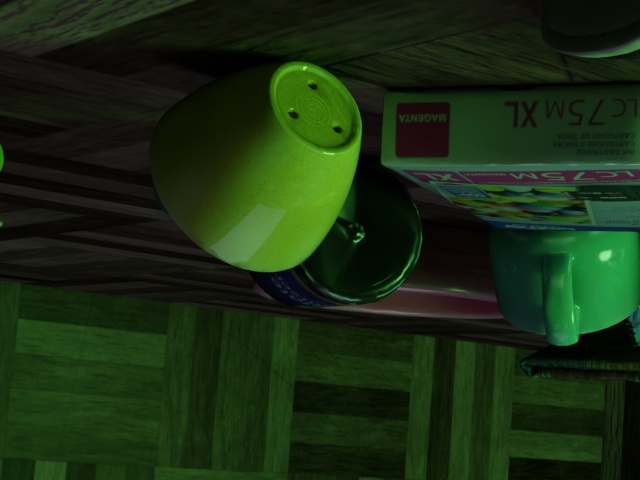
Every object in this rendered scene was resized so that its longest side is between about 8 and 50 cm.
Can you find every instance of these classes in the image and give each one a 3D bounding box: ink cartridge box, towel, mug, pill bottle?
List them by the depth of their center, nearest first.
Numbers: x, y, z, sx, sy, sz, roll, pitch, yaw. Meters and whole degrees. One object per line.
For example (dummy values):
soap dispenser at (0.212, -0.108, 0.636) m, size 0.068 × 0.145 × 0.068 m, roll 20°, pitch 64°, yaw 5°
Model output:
ink cartridge box at (0.186, -0.050, 1.065) m, size 0.186 × 0.065 × 0.311 m, roll 1°, pitch 174°, yaw 24°
mug at (0.214, 0.012, 1.228) m, size 0.129 × 0.097 × 0.158 m, roll -19°, pitch -153°, yaw -14°
pill bottle at (0.000, 0.000, 1.299) m, size 0.123 × 0.122 × 0.219 m, roll 6°, pitch 174°, yaw -16°
towel at (0.467, 0.125, 1.863) m, size 0.271 × 0.040 × 0.370 m, roll -2°, pitch -170°, yaw 41°

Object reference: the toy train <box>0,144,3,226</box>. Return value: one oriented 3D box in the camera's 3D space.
toy train at (-0.317, -0.057, 1.202) m, size 0.143 × 0.105 × 0.248 m, roll -17°, pitch 161°, yaw 34°

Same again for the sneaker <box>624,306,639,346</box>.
sneaker at (0.422, 0.071, 1.692) m, size 0.125 × 0.104 × 0.262 m, roll 0°, pitch 172°, yaw 16°

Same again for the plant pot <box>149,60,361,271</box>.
plant pot at (-0.028, -0.061, 0.918) m, size 0.134 × 0.134 × 0.095 m, roll 9°, pitch 146°, yaw -33°

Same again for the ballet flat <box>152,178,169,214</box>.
ballet flat at (-0.095, -0.054, 1.200) m, size 0.070 × 0.070 × 0.188 m, roll 6°, pitch 176°, yaw -16°

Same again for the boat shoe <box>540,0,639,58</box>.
boat shoe at (0.159, -0.110, 0.519) m, size 0.069 × 0.081 × 0.228 m, roll 11°, pitch 168°, yaw -20°

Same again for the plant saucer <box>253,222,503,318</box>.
plant saucer at (0.089, 0.035, 1.678) m, size 0.332 × 0.084 × 0.332 m, roll 5°, pitch 172°, yaw 1°
